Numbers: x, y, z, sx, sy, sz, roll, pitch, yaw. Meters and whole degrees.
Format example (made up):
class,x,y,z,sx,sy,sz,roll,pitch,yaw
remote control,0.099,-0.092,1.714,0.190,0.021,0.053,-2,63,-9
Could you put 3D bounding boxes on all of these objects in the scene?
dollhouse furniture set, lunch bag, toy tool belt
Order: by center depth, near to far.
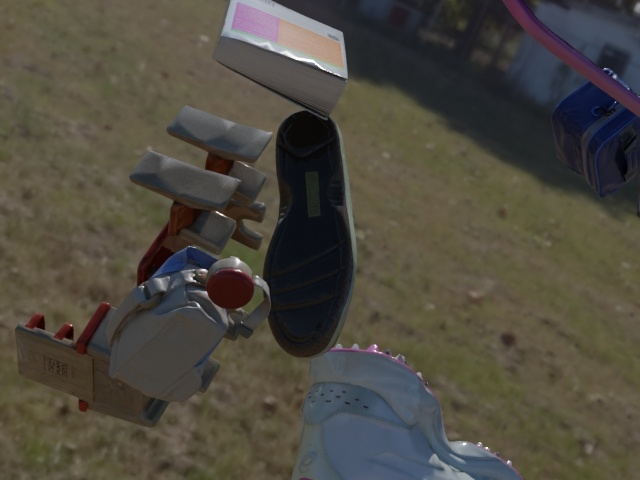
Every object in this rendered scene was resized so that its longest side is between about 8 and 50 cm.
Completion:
class,x,y,z,sx,sy,sz,roll,pitch,yaw
toy tool belt,-0.057,0.026,0.512,0.052,0.083,0.051,32,30,-21
lunch bag,0.232,-0.084,0.957,0.065,0.067,0.098,49,-5,30
dollhouse furniture set,-0.160,0.037,1.128,0.135,0.262,0.259,20,46,10

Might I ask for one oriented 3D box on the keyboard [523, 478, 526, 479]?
class,x,y,z,sx,sy,sz,roll,pitch,yaw
keyboard,0.218,0.312,1.280,0.192,0.100,0.038,31,35,32

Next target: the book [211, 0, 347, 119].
class,x,y,z,sx,sy,sz,roll,pitch,yaw
book,-0.029,-0.149,0.904,0.096,0.035,0.144,23,24,-10

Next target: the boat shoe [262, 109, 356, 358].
class,x,y,z,sx,sy,sz,roll,pitch,yaw
boat shoe,0.000,0.000,0.898,0.068,0.190,0.072,0,-18,13

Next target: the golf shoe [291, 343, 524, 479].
class,x,y,z,sx,sy,sz,roll,pitch,yaw
golf shoe,0.077,0.214,0.994,0.115,0.140,0.306,-13,-46,42

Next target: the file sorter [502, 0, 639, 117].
class,x,y,z,sx,sy,sz,roll,pitch,yaw
file sorter,0.227,-0.194,0.523,0.202,0.291,0.182,24,47,-40

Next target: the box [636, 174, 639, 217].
class,x,y,z,sx,sy,sz,roll,pitch,yaw
box,0.399,-0.139,1.188,0.159,0.233,0.044,-6,17,-15
